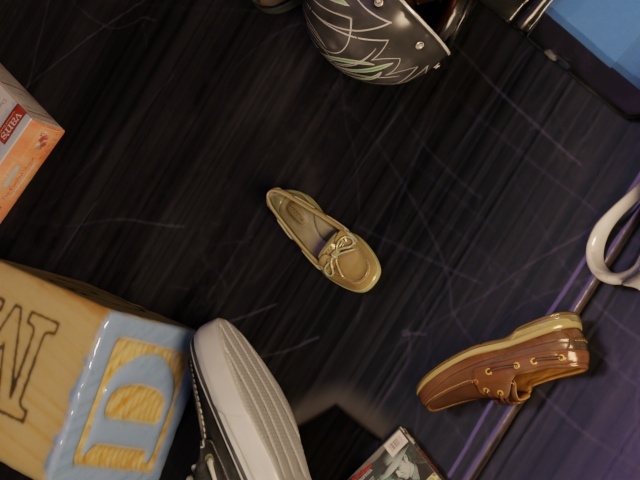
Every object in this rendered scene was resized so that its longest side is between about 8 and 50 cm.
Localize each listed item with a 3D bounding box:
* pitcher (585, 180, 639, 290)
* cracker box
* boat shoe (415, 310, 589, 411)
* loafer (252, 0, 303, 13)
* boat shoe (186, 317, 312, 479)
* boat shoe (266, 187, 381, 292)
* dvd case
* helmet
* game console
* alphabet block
[{"bbox_3d":[0.326,-0.039,1.362,0.178,0.125,0.207,27,105,48],"label":"pitcher"},{"bbox_3d":[-0.435,-0.144,1.862,0.232,0.067,0.155,45,103,31],"label":"cracker box"},{"bbox_3d":[0.172,0.127,1.439,0.178,0.064,0.060,-26,65,21],"label":"boat shoe"},{"bbox_3d":[0.017,-0.338,1.625,0.267,0.084,0.096,-34,64,20],"label":"loafer"},{"bbox_3d":[-0.079,0.243,1.528,0.119,0.121,0.335,-29,68,18],"label":"boat shoe"},{"bbox_3d":[0.001,-0.002,1.579,0.056,0.048,0.153,-49,59,12],"label":"boat shoe"},{"bbox_3d":[0.086,0.255,1.491,0.087,0.013,0.119,-48,61,13],"label":"dvd case"},{"bbox_3d":[0.063,-0.237,1.530,0.169,0.169,0.161,13,69,32],"label":"helmet"},{"bbox_3d":[0.277,-0.311,1.421,0.293,0.250,0.173,-51,33,11],"label":"game console"},{"bbox_3d":[-0.272,0.147,1.627,0.197,0.192,0.193,20,88,31],"label":"alphabet block"}]
